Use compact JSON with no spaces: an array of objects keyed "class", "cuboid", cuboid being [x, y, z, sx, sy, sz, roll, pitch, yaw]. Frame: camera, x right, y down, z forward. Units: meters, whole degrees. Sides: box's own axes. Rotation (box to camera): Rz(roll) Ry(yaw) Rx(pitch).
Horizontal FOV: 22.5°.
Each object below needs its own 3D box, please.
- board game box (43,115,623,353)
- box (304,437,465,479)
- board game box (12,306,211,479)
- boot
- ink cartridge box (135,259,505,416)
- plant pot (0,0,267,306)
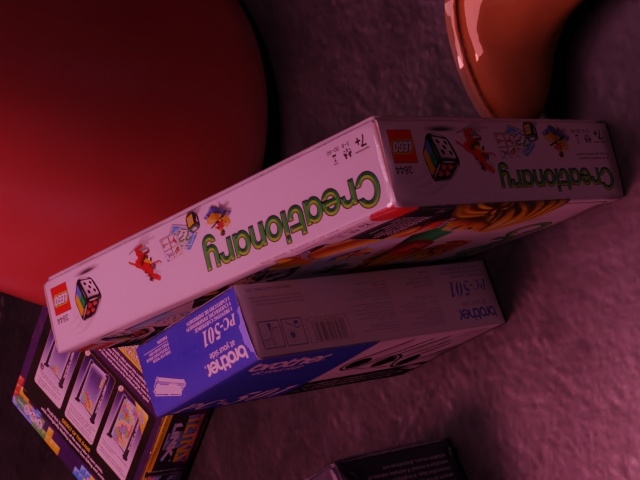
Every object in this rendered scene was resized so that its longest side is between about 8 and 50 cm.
[{"class":"board game box","cuboid":[0.000,0.000,0.955,0.305,0.193,0.053,-23,76,45]},{"class":"box","cuboid":[0.036,0.250,0.997,0.153,0.108,0.207,-38,67,40]},{"class":"board game box","cuboid":[-0.158,0.113,1.229,0.170,0.048,0.141,41,119,36]},{"class":"boot","cuboid":[0.148,-0.156,0.881,0.152,0.073,0.197,2,97,41]},{"class":"ink cartridge box","cuboid":[0.004,0.056,0.944,0.097,0.207,0.046,-32,71,42]},{"class":"plant pot","cuboid":[-0.213,-0.089,1.102,0.275,0.243,0.275,-8,78,40]}]
